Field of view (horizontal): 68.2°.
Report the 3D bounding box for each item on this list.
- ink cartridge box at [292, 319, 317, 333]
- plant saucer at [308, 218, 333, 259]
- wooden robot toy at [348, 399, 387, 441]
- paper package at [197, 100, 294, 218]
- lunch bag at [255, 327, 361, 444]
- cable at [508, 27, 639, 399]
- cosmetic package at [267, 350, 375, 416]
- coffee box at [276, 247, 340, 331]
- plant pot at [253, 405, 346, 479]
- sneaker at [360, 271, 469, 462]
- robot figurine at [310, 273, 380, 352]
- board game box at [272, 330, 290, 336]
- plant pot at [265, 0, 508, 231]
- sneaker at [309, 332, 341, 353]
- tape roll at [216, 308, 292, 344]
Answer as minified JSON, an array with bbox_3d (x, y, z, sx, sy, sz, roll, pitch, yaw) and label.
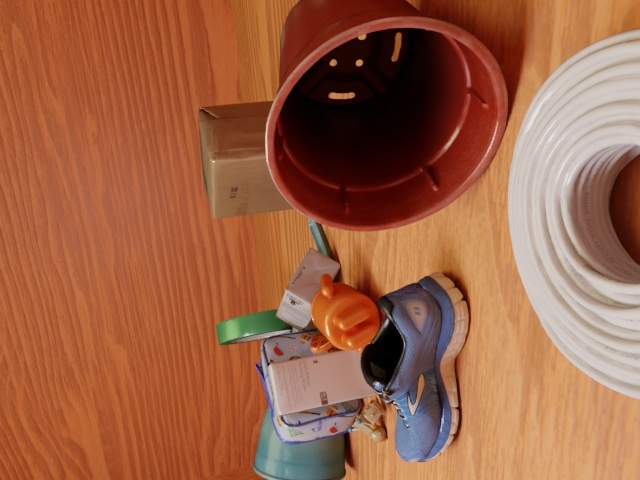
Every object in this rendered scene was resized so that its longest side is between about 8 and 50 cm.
[{"bbox_3d":[-0.033,0.299,1.496,0.148,0.086,0.203,-115,21,-48],"label":"ink cartridge box"},{"bbox_3d":[0.000,0.000,1.353,0.067,0.018,0.192,98,157,-47],"label":"plant saucer"},{"bbox_3d":[0.124,0.413,1.063,0.079,0.076,0.173,39,149,14],"label":"wooden robot toy"},{"bbox_3d":[-0.160,-0.214,1.273,0.325,0.309,0.168,115,144,-66],"label":"paper package"},{"bbox_3d":[-0.041,0.376,1.264,0.303,0.243,0.115,-115,23,-46],"label":"lunch bag"},{"bbox_3d":[0.233,-0.018,0.333,0.257,0.089,0.257,-117,24,-51],"label":"cable"},{"bbox_3d":[0.001,0.328,1.101,0.085,0.231,0.117,115,143,-65],"label":"cosmetic package"},{"bbox_3d":[-0.039,0.143,1.302,0.141,0.098,0.246,-59,-3,-26],"label":"coffee box"},{"bbox_3d":[-0.051,0.542,1.396,0.271,0.271,0.255,153,122,-74],"label":"plant pot"},{"bbox_3d":[0.128,0.208,0.735,0.130,0.147,0.330,-131,35,-64],"label":"sneaker"},{"bbox_3d":[0.050,0.161,1.040,0.128,0.158,0.219,-64,17,-2],"label":"robot figurine"},{"bbox_3d":[-0.114,0.422,1.612,0.160,0.039,0.212,141,115,-66],"label":"board game box"},{"bbox_3d":[0.057,-0.200,0.618,0.272,0.272,0.265,97,167,-44],"label":"plant pot"},{"bbox_3d":[0.033,0.248,1.150,0.064,0.175,0.067,-4,94,31],"label":"sneaker"},{"bbox_3d":[-0.228,0.326,1.784,0.321,0.321,0.077,128,132,-70],"label":"tape roll"}]
